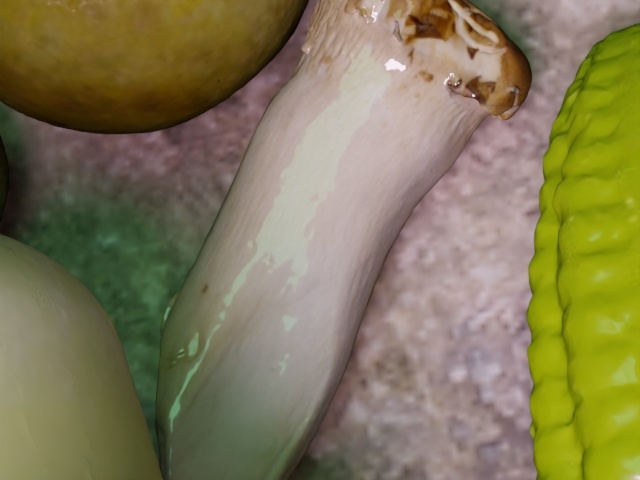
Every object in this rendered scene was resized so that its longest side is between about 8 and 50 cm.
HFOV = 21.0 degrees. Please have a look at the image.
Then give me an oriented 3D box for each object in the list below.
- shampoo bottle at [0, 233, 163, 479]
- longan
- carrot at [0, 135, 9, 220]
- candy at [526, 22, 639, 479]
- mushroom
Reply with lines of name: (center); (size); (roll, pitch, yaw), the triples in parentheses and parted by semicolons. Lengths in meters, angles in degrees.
shampoo bottle: (-0.145, 0.173, 0.414); (0.322, 0.322, 0.317); (-17, 75, 6)
longan: (-0.079, -0.120, 0.615); (0.145, 0.176, 0.154); (-39, 38, 26)
carrot: (-0.250, -0.060, 0.686); (0.298, 0.078, 0.078); (22, 73, 24)
candy: (0.111, 0.016, 0.553); (0.097, 0.096, 0.209); (-6, 57, 10)
mushroom: (0.000, 0.000, 0.601); (0.084, 0.071, 0.209); (30, 77, -11)
